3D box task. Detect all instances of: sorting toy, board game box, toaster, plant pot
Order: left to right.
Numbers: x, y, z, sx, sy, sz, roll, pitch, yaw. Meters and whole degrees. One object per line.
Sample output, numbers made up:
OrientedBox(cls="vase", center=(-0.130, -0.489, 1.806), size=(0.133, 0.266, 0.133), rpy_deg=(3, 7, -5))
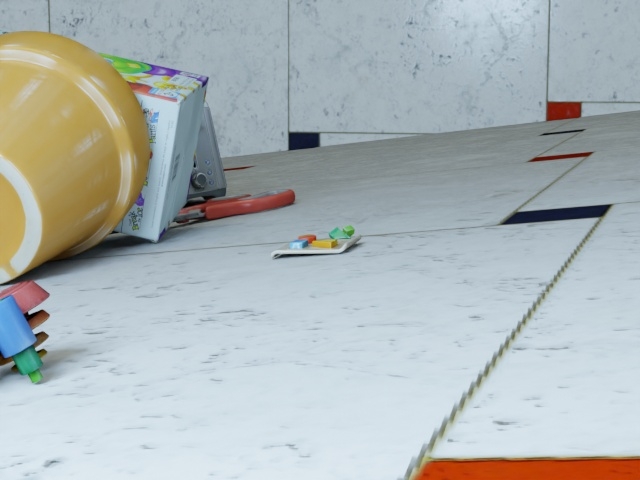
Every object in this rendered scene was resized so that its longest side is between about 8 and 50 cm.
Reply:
OrientedBox(cls="sorting toy", center=(-0.159, 0.054, 0.556), size=(0.061, 0.042, 0.102), rpy_deg=(-21, 10, 33))
OrientedBox(cls="plant pot", center=(-0.267, -0.057, 0.992), size=(0.205, 0.205, 0.188), rpy_deg=(-6, 22, 10))
OrientedBox(cls="board game box", center=(-0.267, -0.114, 1.155), size=(0.275, 0.144, 0.142), rpy_deg=(13, 19, 1))
OrientedBox(cls="toaster", center=(-0.228, -0.119, 1.590), size=(0.129, 0.147, 0.227), rpy_deg=(-11, 8, -37))
OrientedBox(cls="sorting toy", center=(0.000, 0.000, 0.920), size=(0.062, 0.012, 0.083), rpy_deg=(-5, 7, 16))

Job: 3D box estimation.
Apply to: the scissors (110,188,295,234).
OrientedBox(cls="scissors", center=(-0.132, -0.031, 1.281), size=(0.109, 0.021, 0.297), rpy_deg=(-1, 7, 27))
